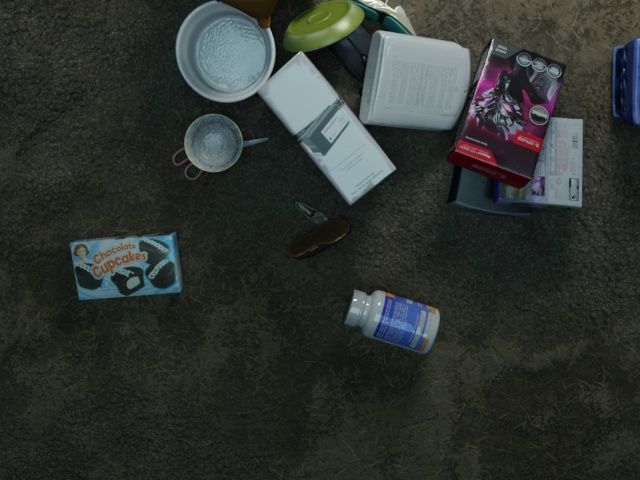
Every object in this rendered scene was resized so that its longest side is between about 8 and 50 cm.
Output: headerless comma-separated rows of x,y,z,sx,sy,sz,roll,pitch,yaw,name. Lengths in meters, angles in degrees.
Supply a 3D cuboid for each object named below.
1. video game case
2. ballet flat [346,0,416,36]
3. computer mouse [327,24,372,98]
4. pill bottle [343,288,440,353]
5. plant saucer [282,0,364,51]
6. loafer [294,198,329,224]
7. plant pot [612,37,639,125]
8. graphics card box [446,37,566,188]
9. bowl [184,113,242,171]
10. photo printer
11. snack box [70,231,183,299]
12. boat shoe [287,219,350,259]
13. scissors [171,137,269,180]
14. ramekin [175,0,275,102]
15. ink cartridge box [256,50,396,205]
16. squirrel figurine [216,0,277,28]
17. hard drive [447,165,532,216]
0.633,-0.230,1.871,0.244,0.061,0.269,6,79,-3,video game case
0.188,-0.653,1.835,0.248,0.086,0.086,32,100,-4,ballet flat
0.111,-0.556,1.855,0.272,0.072,0.188,44,100,-7,computer mouse
0.215,0.241,1.977,0.272,0.152,0.152,18,101,-3,pill bottle
0.001,-0.600,1.768,0.241,0.241,0.037,-22,128,5,plant saucer
-0.028,-0.083,1.971,0.125,0.039,0.045,34,101,-6,loafer
0.945,-0.449,1.790,0.236,0.212,0.235,-5,102,2,plant pot
0.525,-0.360,1.812,0.233,0.094,0.370,21,78,0,graphics card box
-0.309,-0.284,1.898,0.170,0.080,0.170,0,92,1,bowl
0.277,-0.443,1.819,0.308,0.107,0.256,1,109,-21,photo printer
-0.602,0.079,2.006,0.322,0.060,0.187,-5,101,2,snack box
0.000,0.000,1.976,0.207,0.073,0.073,-23,65,9,boat shoe
-0.309,-0.281,1.945,0.297,0.021,0.109,-27,98,7,scissors
-0.261,-0.534,1.835,0.277,0.135,0.277,0,102,2,ramekin
0.020,-0.315,1.798,0.166,0.285,0.395,-38,98,9,ink cartridge box
-0.137,-0.756,1.681,0.397,0.281,0.370,-6,68,-25,squirrel figurine
0.525,-0.161,1.937,0.255,0.054,0.172,9,102,-1,hard drive
